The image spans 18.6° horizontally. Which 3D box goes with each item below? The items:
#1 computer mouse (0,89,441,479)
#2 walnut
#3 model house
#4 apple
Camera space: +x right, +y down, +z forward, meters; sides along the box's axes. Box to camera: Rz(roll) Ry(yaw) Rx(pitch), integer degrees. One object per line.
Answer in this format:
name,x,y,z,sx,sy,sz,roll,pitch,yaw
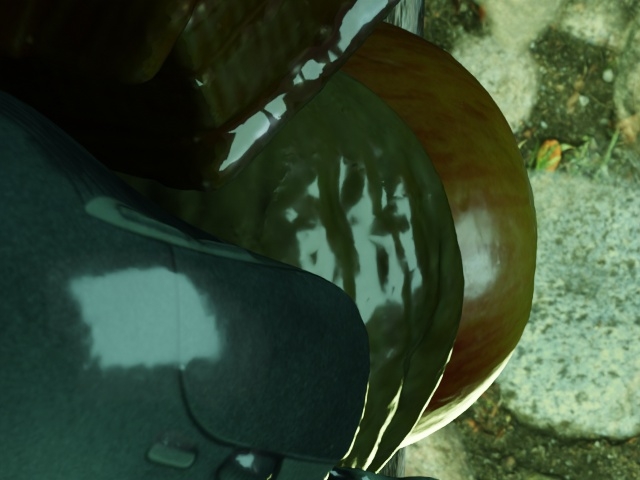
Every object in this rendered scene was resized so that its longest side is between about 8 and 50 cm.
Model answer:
computer mouse,-0.065,0.064,0.750,0.167,0.379,0.090,-60,-141,9
walnut,-0.060,0.024,0.927,0.227,0.283,0.283,-119,-154,-62
model house,-0.078,-0.147,0.740,0.219,0.199,0.229,-59,160,-24
apple,0.000,0.000,1.186,0.286,0.233,0.286,174,-90,-74
